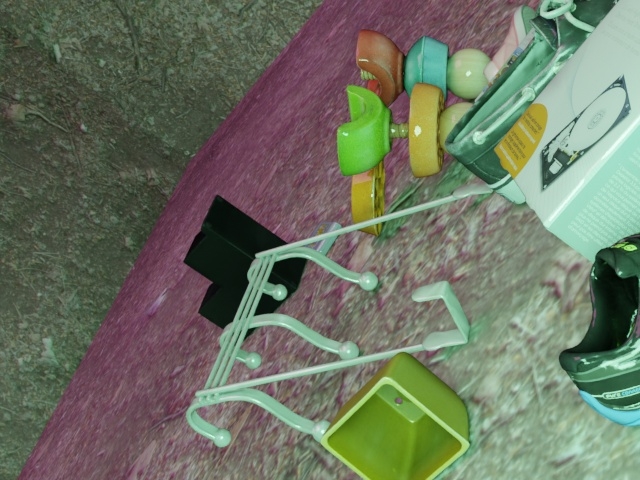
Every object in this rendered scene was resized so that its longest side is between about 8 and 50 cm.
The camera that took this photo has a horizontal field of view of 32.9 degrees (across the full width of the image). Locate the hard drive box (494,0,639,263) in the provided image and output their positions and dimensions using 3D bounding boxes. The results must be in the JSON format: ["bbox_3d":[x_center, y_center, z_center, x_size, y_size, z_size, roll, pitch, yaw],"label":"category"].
[{"bbox_3d":[0.242,-0.102,0.753,0.232,0.089,0.181,-51,15,14],"label":"hard drive box"}]

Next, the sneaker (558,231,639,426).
[{"bbox_3d":[0.202,0.015,0.624,0.188,0.078,0.067,-56,14,-10],"label":"sneaker"}]

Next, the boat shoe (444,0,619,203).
[{"bbox_3d":[0.228,-0.179,0.947,0.306,0.105,0.113,-50,14,19],"label":"boat shoe"}]

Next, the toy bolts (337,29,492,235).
[{"bbox_3d":[0.120,-0.128,1.244,0.218,0.158,0.228,79,-164,-49],"label":"toy bolts"}]

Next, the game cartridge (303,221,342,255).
[{"bbox_3d":[0.000,0.000,1.481,0.056,0.017,0.083,-60,14,-8],"label":"game cartridge"}]

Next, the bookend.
[{"bbox_3d":[-0.129,0.045,1.512,0.157,0.156,0.072,-46,17,36],"label":"bookend"}]

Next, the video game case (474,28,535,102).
[{"bbox_3d":[0.217,-0.168,1.083,0.122,0.011,0.087,-52,40,12],"label":"video game case"}]

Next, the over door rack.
[{"bbox_3d":[0.035,0.066,1.056,0.324,0.108,0.239,-27,27,33],"label":"over door rack"}]

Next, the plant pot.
[{"bbox_3d":[0.063,0.132,0.824,0.081,0.081,0.083,-48,5,27],"label":"plant pot"}]

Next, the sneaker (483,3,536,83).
[{"bbox_3d":[0.210,-0.203,1.179,0.070,0.051,0.134,-38,25,35],"label":"sneaker"}]
